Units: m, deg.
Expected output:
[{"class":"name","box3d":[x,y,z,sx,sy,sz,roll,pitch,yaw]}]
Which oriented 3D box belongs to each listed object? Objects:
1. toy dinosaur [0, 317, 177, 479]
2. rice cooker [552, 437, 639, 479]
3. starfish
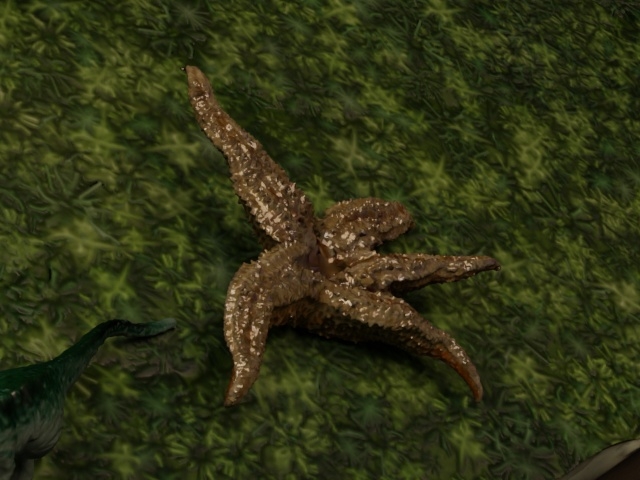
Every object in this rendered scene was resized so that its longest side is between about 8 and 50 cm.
[{"class":"toy dinosaur","box3d":[-0.207,0.124,1.127,0.076,0.129,0.383,45,15,-4]},{"class":"rice cooker","box3d":[0.298,0.280,1.160,0.335,0.325,0.335,35,32,-26]},{"class":"starfish","box3d":[0.019,0.012,1.386,0.293,0.084,0.301,10,52,-35]}]
